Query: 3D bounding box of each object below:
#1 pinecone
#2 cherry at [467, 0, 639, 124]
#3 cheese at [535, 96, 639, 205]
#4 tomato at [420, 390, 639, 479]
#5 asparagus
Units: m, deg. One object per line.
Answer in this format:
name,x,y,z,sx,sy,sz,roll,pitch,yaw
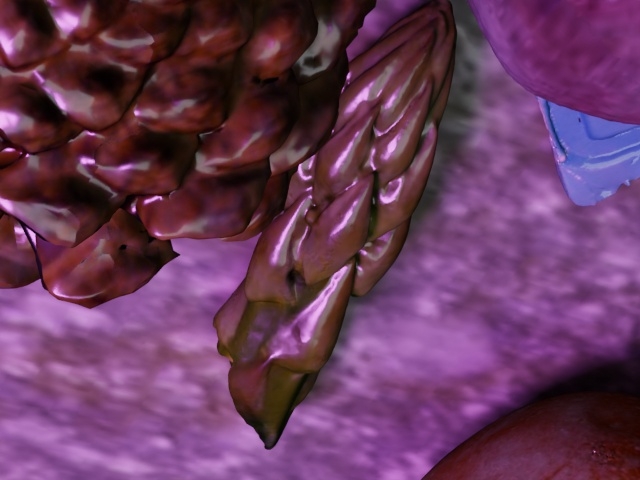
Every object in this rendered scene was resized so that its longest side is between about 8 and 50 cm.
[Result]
pinecone,-0.103,-0.102,0.577,0.243,0.257,0.244,-1,103,-6
cherry,0.155,-0.147,0.620,0.213,0.183,0.266,-20,114,-5
cheese,0.224,-0.099,0.754,0.244,0.052,0.135,-20,127,7
tomato,0.162,0.209,0.885,0.270,0.223,0.270,5,119,9
asparagus,0.000,0.000,0.779,0.080,0.080,0.287,15,124,-21
